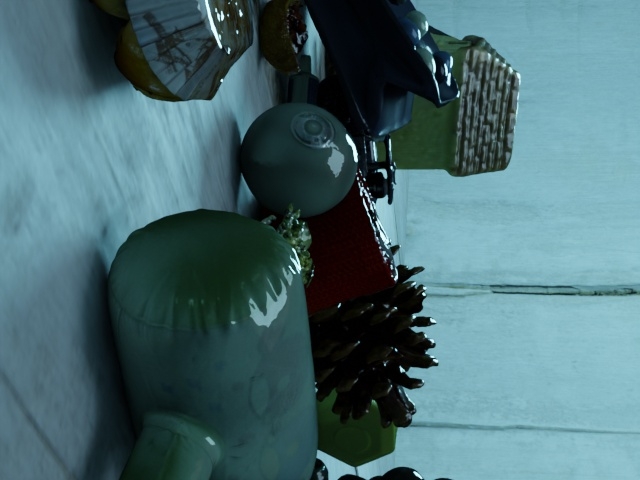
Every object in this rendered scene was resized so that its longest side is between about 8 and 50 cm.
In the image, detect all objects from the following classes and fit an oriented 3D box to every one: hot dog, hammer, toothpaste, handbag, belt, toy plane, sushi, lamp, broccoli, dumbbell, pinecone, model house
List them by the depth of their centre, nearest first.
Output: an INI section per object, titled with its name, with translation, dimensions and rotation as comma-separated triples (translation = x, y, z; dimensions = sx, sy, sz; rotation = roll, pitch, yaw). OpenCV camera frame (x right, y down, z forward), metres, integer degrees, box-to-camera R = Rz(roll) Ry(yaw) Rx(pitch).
[hammer]
translation = -0.086, 0.148, 0.741
dimensions = 0.336, 0.118, 0.206
rotation = -71, 160, -48
[hot dog]
translation = -0.087, -0.151, 0.829
dimensions = 0.253, 0.069, 0.131
rotation = -64, 145, -80
[broccoli]
translation = -0.035, 0.020, 1.170
dimensions = 0.092, 0.095, 0.097
rotation = -35, 105, -31
[lamp]
translation = -0.019, -0.072, 1.197
dimensions = 0.105, 0.105, 0.105
rotation = 1, 90, -83
[sushi]
translation = -0.034, -0.204, 1.307
dimensions = 0.050, 0.047, 0.099
rotation = 71, 19, -61
[belt]
translation = 0.000, 0.000, 1.315
dimensions = 0.201, 0.124, 0.128
rotation = -73, 144, -81
[toothpaste]
translation = -0.024, -0.106, 1.453
dimensions = 0.057, 0.034, 0.197
rotation = 37, 56, -70
[pinecone]
translation = 0.044, 0.106, 1.488
dimensions = 0.185, 0.168, 0.212
rotation = -34, 113, -64
[handbag]
translation = 0.063, -0.262, 1.532
dimensions = 0.269, 0.118, 0.325
rotation = 63, 12, -4
[toy plane]
translation = 0.040, -0.068, 1.738
dimensions = 0.155, 0.106, 0.382
rotation = -106, -171, -73
[dumbbell]
translation = 0.058, 0.176, 1.836
dimensions = 0.108, 0.121, 0.302
rotation = 54, 24, -23
[model house]
translation = 0.151, -0.229, 1.938
dimensions = 0.321, 0.266, 0.261
rotation = -64, 158, -74

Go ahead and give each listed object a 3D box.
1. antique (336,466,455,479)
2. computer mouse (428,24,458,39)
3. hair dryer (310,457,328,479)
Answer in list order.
[antique]
translation = 0.067, 0.399, 1.531
dimensions = 0.322, 0.185, 0.255
rotation = 145, -40, -63
[computer mouse]
translation = 0.128, -0.292, 2.162
dimensions = 0.269, 0.086, 0.138
rotation = 40, -45, 46
[hair dryer]
translation = -0.033, 0.308, 1.390
dimensions = 0.198, 0.057, 0.100
rotation = -55, 144, -68
